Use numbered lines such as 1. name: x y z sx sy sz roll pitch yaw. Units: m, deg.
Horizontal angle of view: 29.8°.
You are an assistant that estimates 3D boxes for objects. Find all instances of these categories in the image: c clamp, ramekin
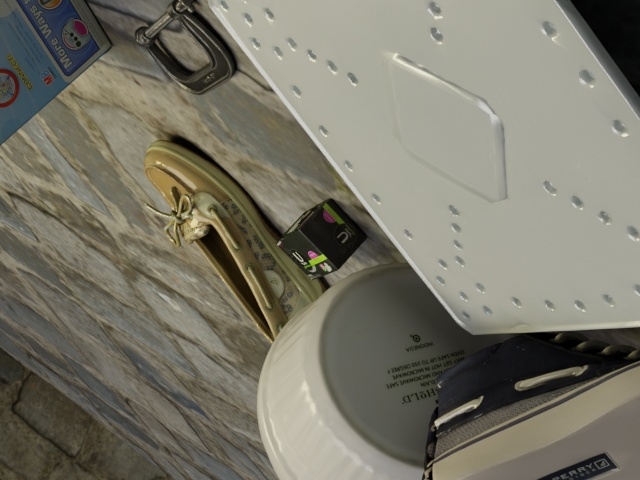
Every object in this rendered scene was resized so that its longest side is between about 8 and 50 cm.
1. c clamp: -0.145 -0.207 1.213 0.137 0.022 0.161 41 157 -10
2. ramekin: 0.082 0.144 1.157 0.273 0.273 0.127 40 145 8

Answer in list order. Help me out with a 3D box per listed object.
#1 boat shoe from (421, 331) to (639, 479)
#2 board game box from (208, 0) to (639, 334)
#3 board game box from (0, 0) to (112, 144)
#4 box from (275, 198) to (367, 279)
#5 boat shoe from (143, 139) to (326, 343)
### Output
1. boat shoe: 0.232 0.117 0.961 0.341 0.158 0.127 -22 122 20
2. board game box: 0.108 -0.096 0.901 0.390 0.050 0.390 52 158 -11
3. board game box: -0.412 -0.232 1.239 0.086 0.302 0.308 21 149 43
4. box: 0.000 0.000 1.295 0.062 0.052 0.083 45 159 -7
5. boat shoe: -0.115 0.000 1.439 0.285 0.089 0.104 45 159 -3
